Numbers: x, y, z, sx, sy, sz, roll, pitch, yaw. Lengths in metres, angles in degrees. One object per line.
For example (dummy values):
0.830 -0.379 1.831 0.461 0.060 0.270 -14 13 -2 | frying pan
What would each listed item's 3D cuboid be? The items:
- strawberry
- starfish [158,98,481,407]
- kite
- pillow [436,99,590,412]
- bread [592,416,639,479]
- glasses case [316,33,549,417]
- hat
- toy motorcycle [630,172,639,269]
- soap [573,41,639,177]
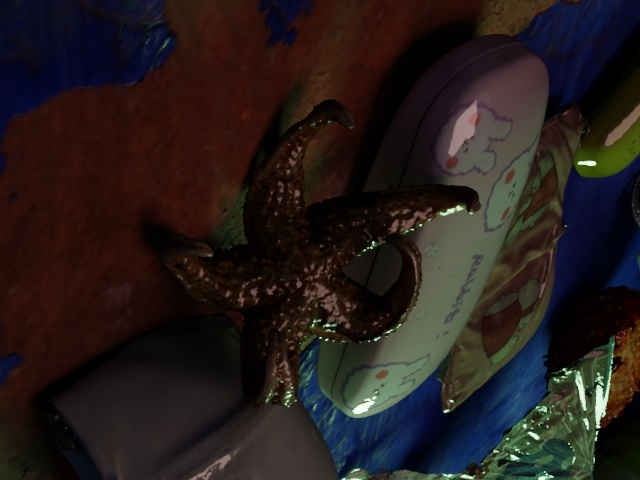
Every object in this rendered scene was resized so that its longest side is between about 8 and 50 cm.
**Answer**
0.263 0.106 1.480 0.145 0.086 0.145 -40 154 -24 | strawberry
0.002 -0.001 0.896 0.190 0.074 0.146 -32 108 -25 | starfish
0.144 0.218 1.416 0.368 0.014 0.406 12 127 -45 | kite
0.137 0.011 1.196 0.135 0.049 0.248 -34 145 -34 | pillow
0.379 0.315 1.862 0.333 0.160 0.333 -40 154 -24 | bread
0.070 -0.002 1.034 0.113 0.075 0.297 -27 146 -41 | glasses case
-0.044 0.208 0.933 0.168 0.301 0.258 -19 147 -13 | hat
0.355 0.020 1.441 0.150 0.102 0.221 -26 107 -29 | toy motorcycle
0.243 -0.106 1.218 0.140 0.045 0.089 -53 158 3 | soap
